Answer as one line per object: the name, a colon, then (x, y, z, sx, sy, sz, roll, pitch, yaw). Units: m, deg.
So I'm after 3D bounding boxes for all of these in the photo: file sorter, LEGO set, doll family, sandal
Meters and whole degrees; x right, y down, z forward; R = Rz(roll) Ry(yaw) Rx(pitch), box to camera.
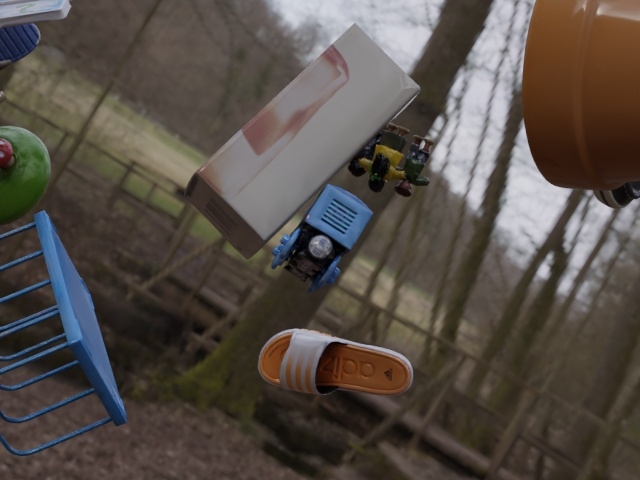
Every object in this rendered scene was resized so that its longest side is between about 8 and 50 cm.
file sorter: (-0.253, 0.085, 1.049, 0.118, 0.104, 0.170, 72, -8, -45)
LEGO set: (-0.360, -0.240, 1.155, 0.244, 0.060, 0.182, -8, 25, 0)
doll family: (0.072, -0.126, 1.785, 0.193, 0.111, 0.076, 23, -1, 29)
sandal: (0.016, 0.203, 1.943, 0.265, 0.102, 0.076, 4, 3, 18)

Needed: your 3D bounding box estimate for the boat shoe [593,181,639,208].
boat shoe: (0.544, -0.267, 1.721, 0.156, 0.500, 0.186, 32, 8, 36)

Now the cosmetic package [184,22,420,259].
cosmetic package: (-0.027, -0.128, 1.566, 0.129, 0.296, 0.153, 46, -17, -1)

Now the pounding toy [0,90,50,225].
pounding toy: (-0.569, -0.145, 1.996, 0.237, 0.183, 0.110, 52, -2, 25)

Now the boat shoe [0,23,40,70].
boat shoe: (-0.539, -0.298, 1.923, 0.066, 0.183, 0.066, 61, -20, -5)

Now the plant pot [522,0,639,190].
plant pot: (0.375, -0.188, 1.305, 0.203, 0.291, 0.291, 11, -13, 35)

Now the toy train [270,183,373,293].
toy train: (0.000, 0.000, 1.401, 0.080, 0.105, 0.184, 34, -11, -2)
